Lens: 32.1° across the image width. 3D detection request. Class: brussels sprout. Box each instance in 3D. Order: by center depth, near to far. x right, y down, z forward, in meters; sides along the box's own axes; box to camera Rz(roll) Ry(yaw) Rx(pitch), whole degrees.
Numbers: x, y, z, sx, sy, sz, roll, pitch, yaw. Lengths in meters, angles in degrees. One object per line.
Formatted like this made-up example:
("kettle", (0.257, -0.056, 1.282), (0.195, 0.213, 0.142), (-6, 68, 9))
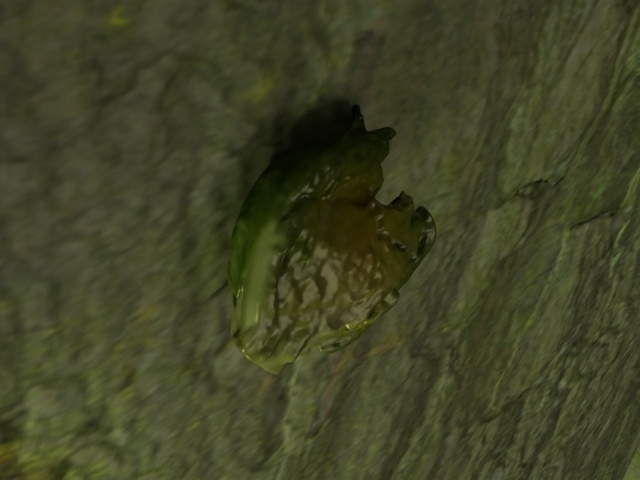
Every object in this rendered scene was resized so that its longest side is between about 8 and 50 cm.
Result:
("brussels sprout", (-0.003, 0.000, 0.732), (0.181, 0.100, 0.139), (-46, 140, -12))
